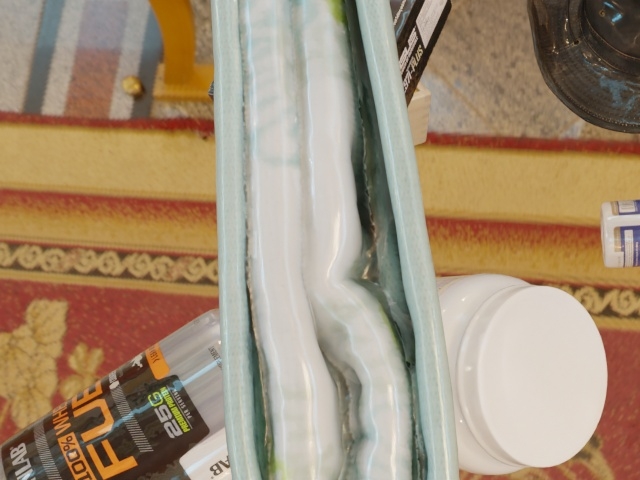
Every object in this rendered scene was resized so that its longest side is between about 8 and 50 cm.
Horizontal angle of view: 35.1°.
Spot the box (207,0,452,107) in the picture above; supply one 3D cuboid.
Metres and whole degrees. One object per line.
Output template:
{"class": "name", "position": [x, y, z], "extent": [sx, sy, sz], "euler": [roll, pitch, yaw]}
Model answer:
{"class": "box", "position": [0.012, -0.168, 0.878], "extent": [0.147, 0.077, 0.180], "euler": [16, 71, 25]}

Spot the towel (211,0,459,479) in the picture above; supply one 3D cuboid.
{"class": "towel", "position": [0.000, 0.000, 0.537], "extent": [0.090, 0.320, 0.374], "euler": [-3, 76, -1]}

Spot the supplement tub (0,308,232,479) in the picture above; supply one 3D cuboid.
{"class": "supplement tub", "position": [-0.172, 0.221, 0.946], "extent": [0.316, 0.193, 0.193], "euler": [-33, 69, -7]}

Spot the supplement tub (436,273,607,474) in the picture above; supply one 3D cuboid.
{"class": "supplement tub", "position": [0.159, 0.160, 1.239], "extent": [0.235, 0.325, 0.235], "euler": [3, 84, -33]}

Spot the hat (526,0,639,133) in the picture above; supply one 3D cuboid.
{"class": "hat", "position": [0.387, -0.286, 1.139], "extent": [0.331, 0.134, 0.331], "euler": [-5, 59, 9]}

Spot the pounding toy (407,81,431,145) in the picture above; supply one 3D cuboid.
{"class": "pounding toy", "position": [0.062, -0.180, 1.187], "extent": [0.141, 0.100, 0.130], "euler": [-19, 48, -20]}

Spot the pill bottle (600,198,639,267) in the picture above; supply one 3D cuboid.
{"class": "pill bottle", "position": [0.338, -0.009, 0.991], "extent": [0.120, 0.067, 0.067], "euler": [-3, 71, 13]}
